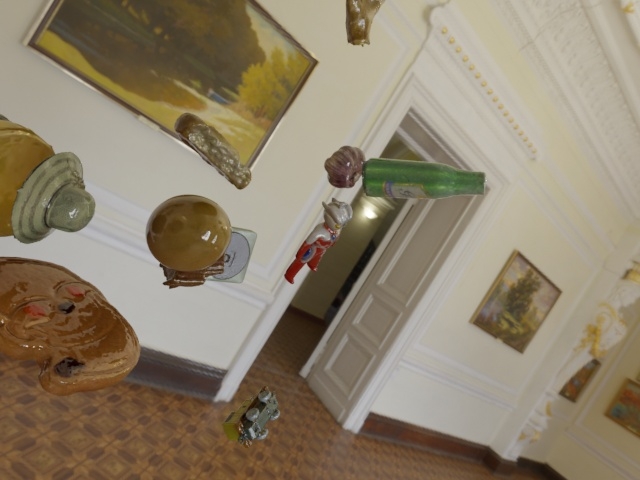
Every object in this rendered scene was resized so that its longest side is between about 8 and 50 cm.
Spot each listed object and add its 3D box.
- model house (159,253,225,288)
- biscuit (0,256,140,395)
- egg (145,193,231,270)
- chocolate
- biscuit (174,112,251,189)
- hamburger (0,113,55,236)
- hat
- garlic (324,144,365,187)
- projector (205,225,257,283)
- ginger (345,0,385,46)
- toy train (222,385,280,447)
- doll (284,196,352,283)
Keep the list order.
[{"bbox_3d":[-0.495,0.102,1.741,0.199,0.219,0.229,18,26,-34],"label":"model house"},{"bbox_3d":[-0.658,0.191,1.115,0.455,0.078,0.350,38,8,0],"label":"biscuit"},{"bbox_3d":[-0.419,-0.024,1.426,0.322,0.250,0.250,-2,-25,47],"label":"egg"},{"bbox_3d":[0.253,-0.147,1.090,0.291,0.110,0.110,7,-9,22],"label":"chocolate"},{"bbox_3d":[-0.324,-0.279,1.327,0.213,0.091,0.274,37,-5,43],"label":"biscuit"},{"bbox_3d":[-1.052,-0.208,1.382,0.277,0.395,0.396,21,-1,13],"label":"hamburger"},{"bbox_3d":[-0.613,-0.082,1.081,0.110,0.252,0.252,26,2,-4],"label":"hat"},{"bbox_3d":[0.087,-0.231,1.426,0.102,0.147,0.159,38,7,29],"label":"garlic"},{"bbox_3d":[-0.439,0.059,2.031,0.257,0.259,0.079,12,11,-45],"label":"projector"},{"bbox_3d":[0.172,-0.853,1.488,0.166,0.375,0.236,8,-23,6],"label":"ginger"},{"bbox_3d":[-0.208,0.534,1.352,0.219,0.127,0.089,-45,118,-59],"label":"toy train"},{"bbox_3d":[0.000,0.000,1.520,0.099,0.384,0.188,46,45,18],"label":"doll"}]
